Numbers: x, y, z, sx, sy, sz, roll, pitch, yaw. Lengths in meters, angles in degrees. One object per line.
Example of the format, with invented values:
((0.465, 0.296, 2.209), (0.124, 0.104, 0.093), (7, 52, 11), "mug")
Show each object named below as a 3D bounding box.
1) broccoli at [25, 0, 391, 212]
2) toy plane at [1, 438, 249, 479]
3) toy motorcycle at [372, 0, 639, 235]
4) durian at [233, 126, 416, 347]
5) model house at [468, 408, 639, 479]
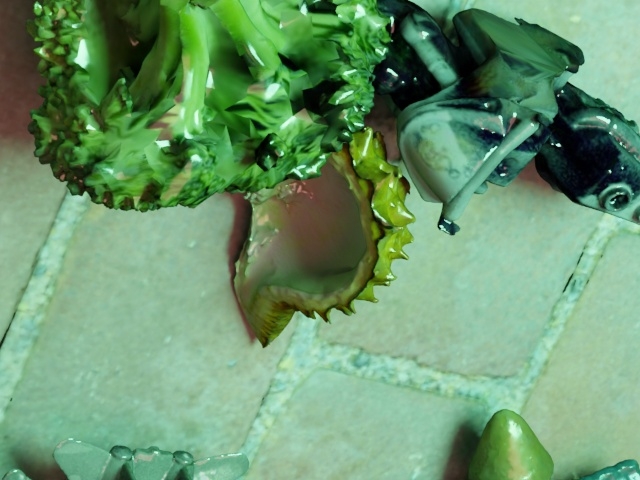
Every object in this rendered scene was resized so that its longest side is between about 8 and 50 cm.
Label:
((-0.059, -0.120, 1.083), (0.226, 0.198, 0.176), (-35, 165, 18), "broccoli")
((-0.154, 0.257, 1.312), (0.212, 0.088, 0.267), (8, 120, -26), "toy plane")
((0.131, -0.071, 1.221), (0.270, 0.159, 0.106), (21, 127, -30), "toy motorcycle")
((0.002, -0.009, 1.236), (0.078, 0.140, 0.224), (-35, 160, -41), "durian")
((0.177, 0.281, 1.408), (0.267, 0.194, 0.325), (-19, 119, -13), "model house")
